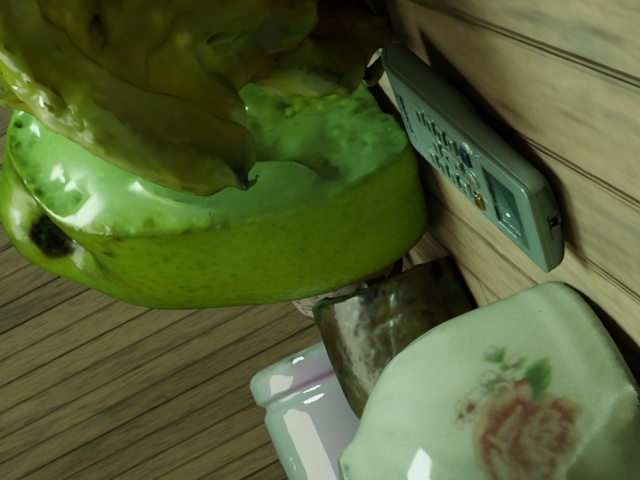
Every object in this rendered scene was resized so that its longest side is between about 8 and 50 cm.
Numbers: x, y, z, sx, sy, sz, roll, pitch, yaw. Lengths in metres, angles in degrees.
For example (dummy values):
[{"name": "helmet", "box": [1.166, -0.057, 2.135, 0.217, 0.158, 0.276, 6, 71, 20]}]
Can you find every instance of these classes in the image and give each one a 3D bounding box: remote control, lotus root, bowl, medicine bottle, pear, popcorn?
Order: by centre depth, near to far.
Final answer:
[{"name": "remote control", "box": [0.079, -0.050, 0.619, 0.162, 0.029, 0.061, 51, 171, 47]}, {"name": "popcorn", "box": [-0.118, -0.163, 0.626, 0.321, 0.290, 0.325, 66, -166, -70]}, {"name": "bowl", "box": [0.091, 0.168, 0.638, 0.277, 0.145, 0.277, 169, 90, -88]}, {"name": "pear", "box": [-0.105, -0.060, 0.958, 0.238, 0.318, 0.342, 74, 170, -50]}, {"name": "lotus root", "box": [0.073, 0.088, 1.025, 0.235, 0.138, 0.118, 49, -157, -82]}, {"name": "medicine bottle", "box": [0.079, 0.254, 1.243, 0.212, 0.212, 0.325, 85, 160, -80]}]

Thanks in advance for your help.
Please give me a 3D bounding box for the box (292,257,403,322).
[{"name": "box", "box": [0.000, 0.000, 1.175, 0.135, 0.151, 0.151, 56, 180, -28]}]
